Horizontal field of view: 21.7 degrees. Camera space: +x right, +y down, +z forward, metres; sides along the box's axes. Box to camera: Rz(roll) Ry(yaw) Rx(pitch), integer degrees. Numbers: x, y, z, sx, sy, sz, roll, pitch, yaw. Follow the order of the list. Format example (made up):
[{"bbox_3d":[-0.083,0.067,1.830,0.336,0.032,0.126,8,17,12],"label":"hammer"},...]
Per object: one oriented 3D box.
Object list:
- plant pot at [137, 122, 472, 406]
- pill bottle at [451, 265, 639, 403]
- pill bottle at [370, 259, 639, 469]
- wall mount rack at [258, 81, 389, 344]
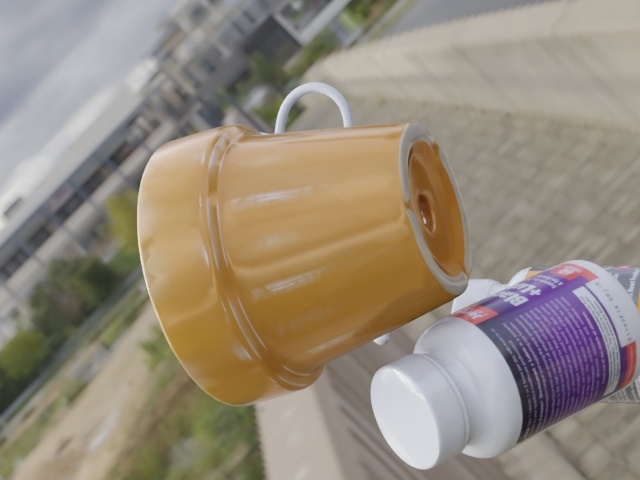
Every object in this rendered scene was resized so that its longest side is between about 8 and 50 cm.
[{"bbox_3d":[0.000,0.000,1.211,0.188,0.205,0.205,-16,18,23],"label":"plant pot"},{"bbox_3d":[0.304,0.111,1.968,0.278,0.162,0.162,0,27,22],"label":"pill bottle"},{"bbox_3d":[0.136,0.094,1.227,0.193,0.108,0.108,-22,-7,-30],"label":"pill bottle"},{"bbox_3d":[-0.008,-0.012,1.999,0.304,0.350,0.130,9,8,34],"label":"wall mount rack"}]
